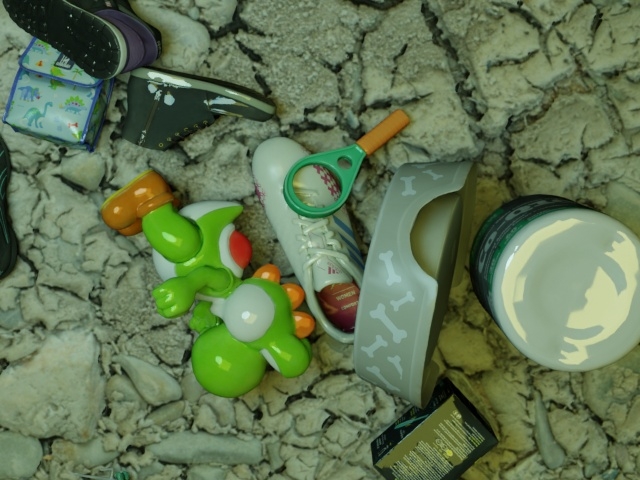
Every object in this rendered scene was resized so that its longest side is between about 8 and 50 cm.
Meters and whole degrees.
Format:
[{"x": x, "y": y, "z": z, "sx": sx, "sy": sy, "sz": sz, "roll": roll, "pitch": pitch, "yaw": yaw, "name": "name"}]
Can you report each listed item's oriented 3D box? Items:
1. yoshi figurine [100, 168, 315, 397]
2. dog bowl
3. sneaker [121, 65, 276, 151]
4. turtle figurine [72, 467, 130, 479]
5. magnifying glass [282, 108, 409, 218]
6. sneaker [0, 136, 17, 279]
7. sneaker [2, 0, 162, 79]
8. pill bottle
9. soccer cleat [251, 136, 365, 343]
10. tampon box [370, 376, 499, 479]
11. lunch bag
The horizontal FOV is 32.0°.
[{"x": -0.177, "y": 0.085, "z": 1.603, "sx": 0.362, "sy": 0.203, "sz": 0.203, "roll": 47, "pitch": 135, "yaw": 2, "name": "yoshi figurine"}, {"x": 0.132, "y": 0.051, "z": 1.536, "sx": 0.102, "sy": 0.349, "sz": 0.348, "roll": 12, "pitch": 97, "yaw": 11, "name": "dog bowl"}, {"x": -0.179, "y": -0.179, "z": 1.642, "sx": 0.222, "sy": 0.083, "sz": 0.118, "roll": 14, "pitch": 103, "yaw": 7, "name": "sneaker"}, {"x": -0.325, "y": 0.439, "z": 1.692, "sx": 0.234, "sy": 0.118, "sz": 0.175, "roll": 20, "pitch": 56, "yaw": -3, "name": "turtle figurine"}, {"x": 0.041, "y": -0.116, "z": 1.615, "sx": 0.231, "sy": 0.026, "sz": 0.092, "roll": -40, "pitch": 78, "yaw": -24, "name": "magnifying glass"}, {"x": -0.508, "y": -0.069, "z": 1.639, "sx": 0.101, "sy": 0.106, "sz": 0.267, "roll": -13, "pitch": 95, "yaw": 3, "name": "sneaker"}, {"x": -0.350, "y": -0.334, "z": 1.620, "sx": 0.283, "sy": 0.124, "sz": 0.107, "roll": 42, "pitch": 126, "yaw": 18, "name": "sneaker"}, {"x": 0.311, "y": 0.043, "z": 1.510, "sx": 0.204, "sy": 0.361, "sz": 0.204, "roll": 0, "pitch": 96, "yaw": 0, "name": "pill bottle"}, {"x": 0.000, "y": 0.000, "z": 1.619, "sx": 0.116, "sy": 0.143, "sz": 0.331, "roll": -26, "pitch": 95, "yaw": 3, "name": "soccer cleat"}, {"x": 0.167, "y": 0.303, "z": 1.662, "sx": 0.161, "sy": 0.120, "sz": 0.101, "roll": -42, "pitch": 93, "yaw": 5, "name": "tampon box"}, {"x": -0.377, "y": -0.220, "z": 1.630, "sx": 0.129, "sy": 0.096, "sz": 0.151, "roll": 16, "pitch": 82, "yaw": 1, "name": "lunch bag"}]
